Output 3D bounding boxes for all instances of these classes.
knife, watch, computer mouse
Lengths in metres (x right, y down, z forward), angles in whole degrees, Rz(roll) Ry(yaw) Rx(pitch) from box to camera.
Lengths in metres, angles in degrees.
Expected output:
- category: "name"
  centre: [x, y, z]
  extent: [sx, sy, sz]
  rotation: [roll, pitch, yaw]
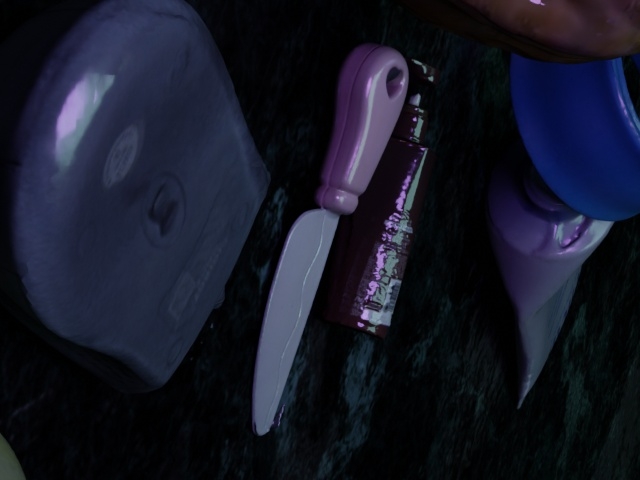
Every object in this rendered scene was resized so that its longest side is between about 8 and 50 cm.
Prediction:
- category: "knife"
  centre: [-0.001, -0.001, 1.331]
  extent: [0.081, 0.043, 0.336]
  rotation: [24, 83, -59]
- category: "watch"
  centre: [0.288, -0.171, 1.570]
  extent: [0.305, 0.241, 0.274]
  rotation: [14, 71, -35]
- category: "computer mouse"
  centre: [-0.126, -0.028, 0.958]
  extent: [0.188, 0.122, 0.371]
  rotation: [-61, 161, -13]

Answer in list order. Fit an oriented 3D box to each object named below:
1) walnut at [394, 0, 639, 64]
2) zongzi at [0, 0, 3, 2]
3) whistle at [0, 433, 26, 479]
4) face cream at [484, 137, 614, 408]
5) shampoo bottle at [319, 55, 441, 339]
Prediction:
- category: "walnut"
  centre: [0.150, -0.284, 1.165]
  extent: [0.344, 0.306, 0.306]
  rotation: [22, 81, -28]
- category: "zongzi"
  centre: [0.007, -0.256, 0.794]
  extent: [0.383, 0.362, 0.319]
  rotation: [-28, 139, -33]
- category: "whistle"
  centre: [-0.213, 0.162, 0.909]
  extent: [0.294, 0.141, 0.141]
  rotation: [85, 25, -74]
- category: "face cream"
  centre: [0.254, 0.017, 1.824]
  extent: [0.420, 0.137, 0.235]
  rotation: [75, 34, -65]
- category: "shampoo bottle"
  centre: [0.055, -0.038, 1.400]
  extent: [0.068, 0.067, 0.236]
  rotation: [31, 74, -74]
